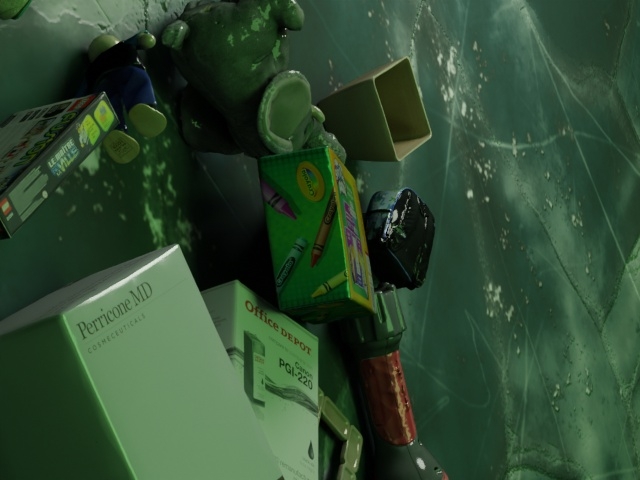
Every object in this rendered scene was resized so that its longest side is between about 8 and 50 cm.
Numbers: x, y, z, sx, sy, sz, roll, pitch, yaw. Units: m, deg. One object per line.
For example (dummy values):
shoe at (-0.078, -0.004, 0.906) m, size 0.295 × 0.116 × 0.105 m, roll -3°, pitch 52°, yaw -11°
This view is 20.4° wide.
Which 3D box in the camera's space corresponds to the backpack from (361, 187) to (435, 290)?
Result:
backpack at (0.088, -0.005, 2.230) m, size 0.105 × 0.084 × 0.114 m, roll 51°, pitch 45°, yaw -37°

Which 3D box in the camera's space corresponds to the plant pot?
plant pot at (0.062, -0.157, 2.219) m, size 0.109 × 0.096 × 0.109 m, roll -38°, pitch 115°, yaw -56°

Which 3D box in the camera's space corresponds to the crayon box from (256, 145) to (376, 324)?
crayon box at (0.000, 0.000, 1.981) m, size 0.278 × 0.081 × 0.165 m, roll 39°, pitch 42°, yaw -80°

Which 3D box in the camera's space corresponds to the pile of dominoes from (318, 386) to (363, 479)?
pile of dominoes at (-0.034, 0.265, 2.018) m, size 0.196 × 0.040 × 0.251 m, roll 52°, pitch 33°, yaw -32°

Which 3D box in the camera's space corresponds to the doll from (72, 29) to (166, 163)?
doll at (-0.205, -0.150, 1.759) m, size 0.046 × 0.129 × 0.189 m, roll 38°, pitch 17°, yaw -34°

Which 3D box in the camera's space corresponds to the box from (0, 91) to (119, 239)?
box at (-0.279, -0.062, 1.613) m, size 0.036 × 0.114 × 0.207 m, roll 65°, pitch 34°, yaw -23°

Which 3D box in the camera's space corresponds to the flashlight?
flashlight at (0.090, 0.207, 2.157) m, size 0.103 × 0.103 × 0.304 m, roll -26°, pitch 105°, yaw -63°

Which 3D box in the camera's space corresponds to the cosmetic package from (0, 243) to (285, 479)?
cosmetic package at (-0.161, 0.222, 1.643) m, size 0.217 × 0.156 × 0.385 m, roll -39°, pitch 108°, yaw -58°

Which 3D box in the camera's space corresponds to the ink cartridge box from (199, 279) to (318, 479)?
ink cartridge box at (-0.079, 0.174, 1.862) m, size 0.158 × 0.092 × 0.218 m, roll 38°, pitch 39°, yaw -44°

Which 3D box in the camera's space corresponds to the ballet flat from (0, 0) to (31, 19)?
ballet flat at (-0.268, -0.287, 1.704) m, size 0.052 × 0.057 × 0.168 m, roll 40°, pitch 76°, yaw -32°

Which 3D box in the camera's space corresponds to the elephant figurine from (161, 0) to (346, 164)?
elephant figurine at (-0.067, -0.152, 1.946) m, size 0.169 × 0.186 × 0.239 m, roll -134°, pitch -152°, yaw -71°
